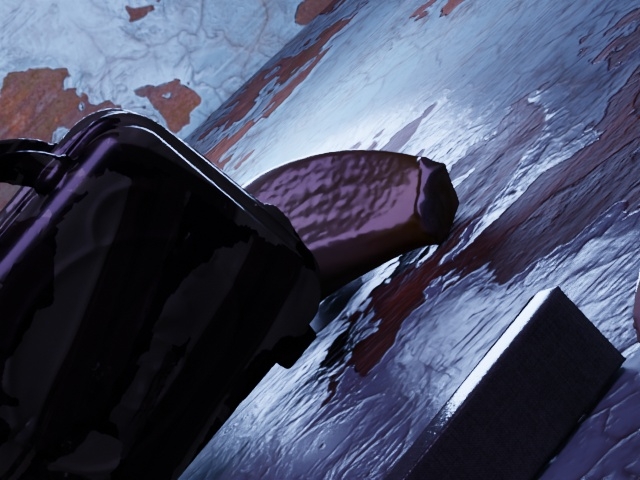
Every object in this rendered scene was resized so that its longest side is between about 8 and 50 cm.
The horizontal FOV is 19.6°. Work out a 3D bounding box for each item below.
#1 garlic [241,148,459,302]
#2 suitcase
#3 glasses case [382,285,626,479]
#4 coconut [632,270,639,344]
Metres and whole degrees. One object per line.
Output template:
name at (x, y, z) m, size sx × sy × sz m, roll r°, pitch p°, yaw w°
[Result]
garlic at (0.000, -0.008, 1.783) m, size 0.318 × 0.112 × 0.143 m, roll -23°, pitch 49°, yaw 37°
suitcase at (-0.212, 0.055, 1.643) m, size 0.351 × 0.339 × 0.194 m, roll -51°, pitch 15°, yaw 0°
glasses case at (0.108, 0.127, 1.189) m, size 0.205 × 0.071 × 0.047 m, roll -48°, pitch 12°, yaw -21°
coconut at (0.245, 0.032, 0.902) m, size 0.194 × 0.194 × 0.194 m, roll -39°, pitch 15°, yaw 12°
